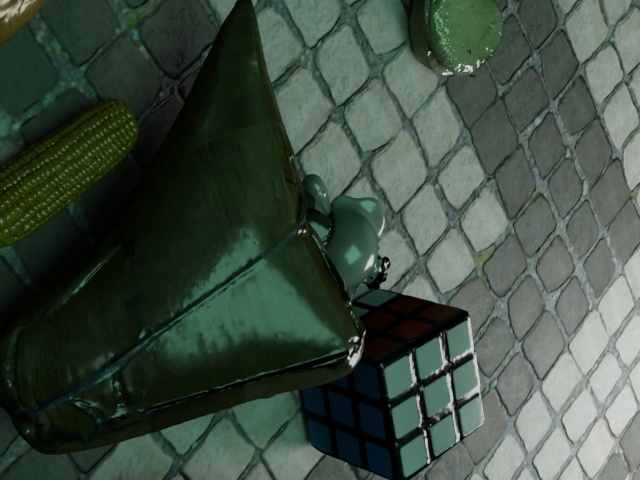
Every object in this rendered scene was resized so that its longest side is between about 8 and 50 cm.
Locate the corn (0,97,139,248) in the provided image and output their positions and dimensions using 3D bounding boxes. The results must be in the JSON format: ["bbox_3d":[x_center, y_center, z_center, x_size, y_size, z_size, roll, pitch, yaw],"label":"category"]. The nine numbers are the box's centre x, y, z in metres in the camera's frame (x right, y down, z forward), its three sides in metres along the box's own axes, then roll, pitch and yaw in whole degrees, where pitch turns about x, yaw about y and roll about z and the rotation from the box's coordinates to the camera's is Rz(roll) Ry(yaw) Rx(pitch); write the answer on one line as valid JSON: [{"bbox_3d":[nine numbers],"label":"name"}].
[{"bbox_3d":[-0.254,-0.064,1.055,0.207,0.068,0.068,-44,124,-30],"label":"corn"}]

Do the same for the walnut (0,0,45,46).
[{"bbox_3d":[-0.312,-0.242,0.899,0.193,0.193,0.226,49,56,-36],"label":"walnut"}]

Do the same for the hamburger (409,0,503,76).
[{"bbox_3d":[0.173,-0.273,1.401,0.140,0.062,0.133,-31,116,-31],"label":"hamburger"}]

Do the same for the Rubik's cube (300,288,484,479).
[{"bbox_3d":[0.080,0.168,1.334,0.163,0.160,0.162,-28,116,-36],"label":"Rubik's cube"}]

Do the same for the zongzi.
[{"bbox_3d":[-0.173,-0.008,1.071,0.356,0.174,0.393,-17,97,-17],"label":"zongzi"}]

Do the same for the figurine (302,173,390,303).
[{"bbox_3d":[0.000,0.000,1.249,0.192,0.126,0.147,33,83,-25],"label":"figurine"}]
